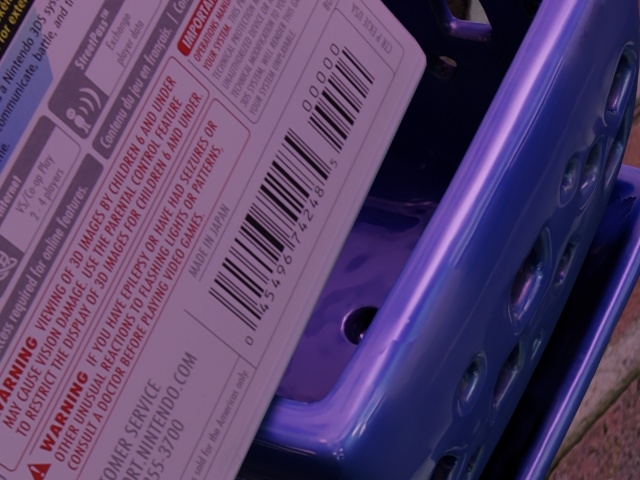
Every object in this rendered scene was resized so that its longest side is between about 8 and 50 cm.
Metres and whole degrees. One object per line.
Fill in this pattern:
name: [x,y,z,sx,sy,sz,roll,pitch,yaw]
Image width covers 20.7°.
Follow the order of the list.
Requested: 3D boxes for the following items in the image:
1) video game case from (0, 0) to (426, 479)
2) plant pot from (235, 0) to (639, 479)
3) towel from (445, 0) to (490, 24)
video game case: [-0.120,-0.005,0.461,0.300,0.036,0.329,44,63,-40]
plant pot: [0.000,0.000,0.723,0.236,0.236,0.212,-63,147,-18]
towel: [0.116,-0.256,0.934,0.187,0.049,0.282,-26,120,-44]
